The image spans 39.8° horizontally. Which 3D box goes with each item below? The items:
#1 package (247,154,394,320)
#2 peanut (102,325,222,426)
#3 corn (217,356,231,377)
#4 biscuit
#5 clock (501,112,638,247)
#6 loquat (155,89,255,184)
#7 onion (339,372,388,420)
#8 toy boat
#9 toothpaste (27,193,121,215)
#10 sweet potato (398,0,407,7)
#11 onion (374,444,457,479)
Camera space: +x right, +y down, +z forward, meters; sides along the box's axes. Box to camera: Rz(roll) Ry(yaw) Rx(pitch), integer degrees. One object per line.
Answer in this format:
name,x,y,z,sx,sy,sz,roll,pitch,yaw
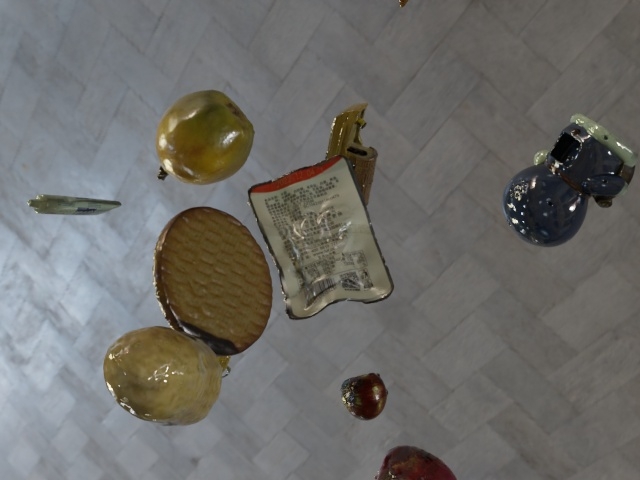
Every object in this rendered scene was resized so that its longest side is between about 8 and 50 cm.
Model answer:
package,0.000,0.000,1.274,0.040,0.166,0.232,79,171,-69
peanut,-0.199,0.171,1.128,0.129,0.129,0.224,31,167,14
corn,-0.251,0.241,2.133,0.106,0.106,0.293,34,139,11
biscuit,-0.218,0.082,1.821,0.040,0.318,0.318,-17,106,38
clock,0.432,-0.101,1.585,0.146,0.200,0.243,29,106,-34
loquat,-0.270,-0.209,1.927,0.246,0.213,0.213,-34,96,19
onion,0.105,0.364,2.062,0.118,0.119,0.117,39,161,7
toy boat,0.055,-0.135,1.535,0.088,0.068,0.226,24,129,17
toothpaste,-0.494,-0.068,1.766,0.060,0.233,0.038,-25,78,25
sweet potato,0.098,-0.314,1.011,0.034,0.034,0.095,-3,84,34
onion,0.136,0.374,1.242,0.135,0.173,0.198,9,159,6
